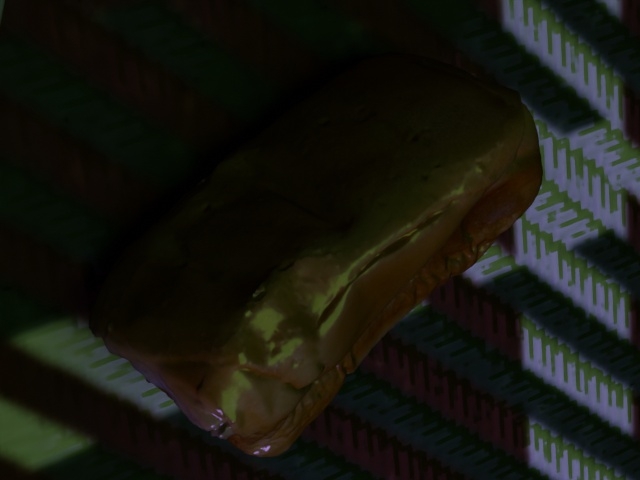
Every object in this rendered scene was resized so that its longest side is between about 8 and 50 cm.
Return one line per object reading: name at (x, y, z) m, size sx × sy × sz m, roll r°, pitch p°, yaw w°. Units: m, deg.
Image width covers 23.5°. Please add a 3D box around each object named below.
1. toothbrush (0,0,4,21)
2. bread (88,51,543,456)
toothbrush at (-0.062, -0.158, 0.365) m, size 0.030 × 0.030 × 0.304 m, roll 7°, pitch 104°, yaw -37°
bread at (0.000, 0.000, 0.435) m, size 0.132 × 0.074 × 0.053 m, roll -41°, pitch 136°, yaw -15°
